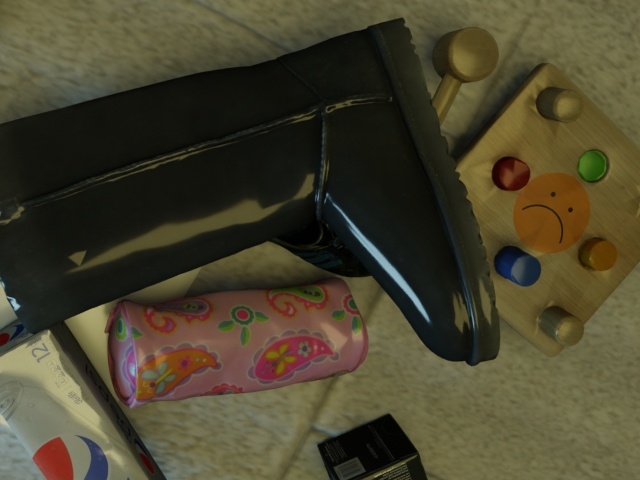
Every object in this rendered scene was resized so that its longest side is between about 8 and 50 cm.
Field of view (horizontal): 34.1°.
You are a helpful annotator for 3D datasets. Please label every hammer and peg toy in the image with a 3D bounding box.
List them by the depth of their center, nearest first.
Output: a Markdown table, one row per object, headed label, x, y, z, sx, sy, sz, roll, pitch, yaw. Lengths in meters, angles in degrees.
| label | x | y | z | sx | sy | sz | roll | pitch | yaw |
| --- | --- | --- | --- | --- | --- | --- | --- | --- | --- |
| hammer and peg toy | 0.219 | -0.060 | 1.196 | 0.361 | 0.127 | 0.266 | 39 | 92 | -15 |

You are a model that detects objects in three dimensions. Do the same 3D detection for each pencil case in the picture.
| label | x | y | z | sx | sy | sz | roll | pitch | yaw |
| --- | --- | --- | --- | --- | --- | --- | --- | --- | --- |
| pencil case | -0.089 | 0.107 | 1.148 | 0.284 | 0.124 | 0.124 | -6 | 105 | -25 |

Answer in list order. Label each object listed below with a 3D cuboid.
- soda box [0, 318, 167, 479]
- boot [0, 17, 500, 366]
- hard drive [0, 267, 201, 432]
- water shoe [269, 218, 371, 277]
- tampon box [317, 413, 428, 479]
| label | x | y | z | sx | sy | sz | roll | pitch | yaw |
| --- | --- | --- | --- | --- | --- | --- | --- | --- | --- |
| soda box | -0.255 | 0.215 | 1.123 | 0.091 | 0.098 | 0.286 | -30 | 109 | -5 |
| boot | -0.088 | 0.001 | 1.011 | 0.445 | 0.146 | 0.367 | -15 | 70 | -5 |
| hard drive | -0.277 | 0.072 | 1.154 | 0.203 | 0.040 | 0.307 | 31 | 94 | -18 |
| water shoe | 0.000 | 0.000 | 1.182 | 0.203 | 0.080 | 0.073 | 19 | 99 | -17 |
| tampon box | 0.078 | 0.317 | 1.255 | 0.101 | 0.120 | 0.161 | -21 | 107 | -8 |
